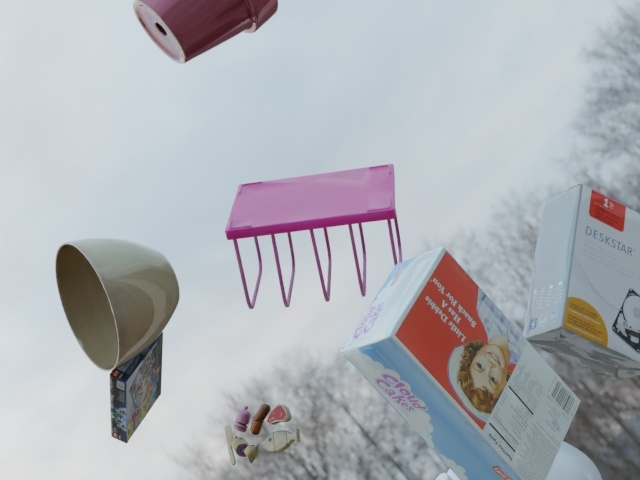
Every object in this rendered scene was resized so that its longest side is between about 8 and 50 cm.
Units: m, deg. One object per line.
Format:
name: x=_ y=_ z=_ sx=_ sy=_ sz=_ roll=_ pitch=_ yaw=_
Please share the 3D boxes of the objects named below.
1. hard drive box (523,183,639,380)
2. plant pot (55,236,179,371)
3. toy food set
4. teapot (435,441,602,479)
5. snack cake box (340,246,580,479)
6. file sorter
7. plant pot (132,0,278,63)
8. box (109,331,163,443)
hard drive box: x=0.406 y=0.063 z=1.611 sx=0.089 sy=0.181 sz=0.232 roll=-32 pitch=40 yaw=56
plant pot: x=-0.411 y=0.111 z=2.325 sx=0.191 sy=0.284 sz=0.284 roll=-21 pitch=-25 yaw=-31
toy food set: x=-0.084 y=0.251 z=1.457 sx=0.122 sy=0.078 sz=0.019 roll=-30 pitch=-30 yaw=29
teapot: x=0.232 y=0.354 z=1.421 sx=0.253 sy=0.187 sz=0.256 roll=-68 pitch=12 yaw=-16
snack cake box: x=0.164 y=0.157 z=1.252 sx=0.089 sy=0.264 sz=0.152 roll=-24 pitch=23 yaw=50
file sorter: x=0.000 y=0.000 z=1.974 sx=0.290 sy=0.182 sz=0.202 roll=-7 pitch=26 yaw=7
plant pot: x=-0.200 y=-0.395 z=1.806 sx=0.180 sy=0.201 sz=0.201 roll=-43 pitch=-16 yaw=-14
box: x=-0.410 y=0.322 z=2.452 sx=0.233 sy=0.044 sz=0.159 roll=100 pitch=-164 yaw=-45
